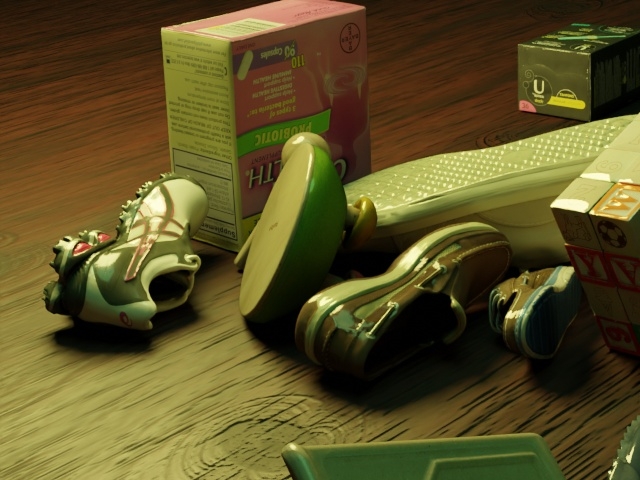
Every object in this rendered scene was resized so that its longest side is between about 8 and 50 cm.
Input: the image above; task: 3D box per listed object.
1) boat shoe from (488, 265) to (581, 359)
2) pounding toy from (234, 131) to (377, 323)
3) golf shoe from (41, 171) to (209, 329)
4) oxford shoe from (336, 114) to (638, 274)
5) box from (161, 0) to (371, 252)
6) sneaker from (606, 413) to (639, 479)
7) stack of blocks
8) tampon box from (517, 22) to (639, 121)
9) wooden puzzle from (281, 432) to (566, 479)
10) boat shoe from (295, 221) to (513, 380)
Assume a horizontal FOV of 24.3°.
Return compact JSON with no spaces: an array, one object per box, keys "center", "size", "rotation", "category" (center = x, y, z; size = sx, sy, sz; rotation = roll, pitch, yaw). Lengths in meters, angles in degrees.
[{"center":[0.192,0.068,1.383],"size":[0.066,0.066,0.183],"rotation":[1,10,23],"category":"boat shoe"},{"center":[0.000,0.000,1.479],"size":[0.110,0.183,0.237],"rotation":[20,13,-12],"category":"pounding toy"},{"center":[-0.170,0.020,1.527],"size":[0.120,0.105,0.273],"rotation":[23,32,15],"category":"golf shoe"},{"center":[0.163,-0.023,1.552],"size":[0.449,0.130,0.169],"rotation":[-10,22,25],"category":"oxford shoe"},{"center":[-0.056,-0.137,1.692],"size":[0.117,0.242,0.214],"rotation":[17,27,42],"category":"box"},{"center":[0.288,0.165,1.029],"size":[0.131,0.112,0.319],"rotation":[6,23,29],"category":"sneaker"},{"center":[0.355,-0.050,1.357],"size":[0.297,0.171,0.087],"rotation":[-43,33,-26],"category":"stack of blocks"},{"center":[0.376,-0.244,2.137],"size":[0.120,0.101,0.161],"rotation":[14,26,38],"category":"tampon box"},{"center":[0.096,0.206,0.805],"size":[0.239,0.044,0.221],"rotation":[8,46,-45],"category":"wooden puzzle"},{"center":[0.100,0.064,1.373],"size":[0.257,0.095,0.095],"rotation":[-27,41,-34],"category":"boat shoe"}]
